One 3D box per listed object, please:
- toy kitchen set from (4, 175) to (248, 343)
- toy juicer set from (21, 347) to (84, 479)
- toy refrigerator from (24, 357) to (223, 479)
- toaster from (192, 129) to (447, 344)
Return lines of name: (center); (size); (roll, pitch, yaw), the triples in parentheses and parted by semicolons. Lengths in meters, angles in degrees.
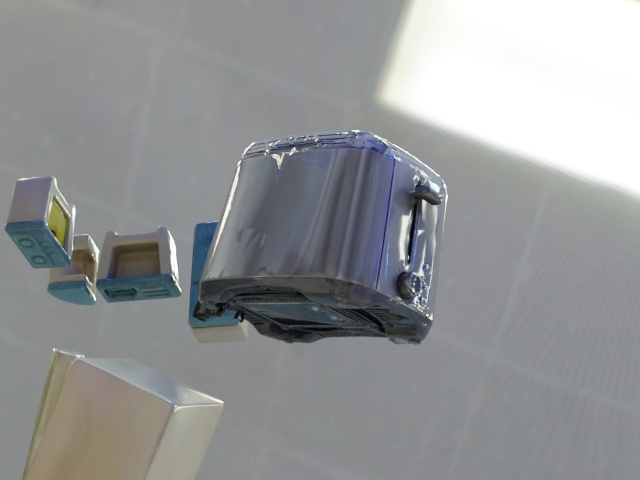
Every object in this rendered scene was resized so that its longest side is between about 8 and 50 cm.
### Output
toy kitchen set: (-0.188, 0.019, 1.598); (0.207, 0.122, 0.166); (-5, -30, 10)
toy juicer set: (-0.344, 0.107, 1.461); (0.329, 0.089, 0.209); (35, -93, -16)
toy refrigerator: (-0.175, 0.222, 1.156); (0.094, 0.102, 0.269); (24, -87, 17)
toaster: (0.000, 0.000, 1.293); (0.227, 0.146, 0.129); (-4, -25, 45)
